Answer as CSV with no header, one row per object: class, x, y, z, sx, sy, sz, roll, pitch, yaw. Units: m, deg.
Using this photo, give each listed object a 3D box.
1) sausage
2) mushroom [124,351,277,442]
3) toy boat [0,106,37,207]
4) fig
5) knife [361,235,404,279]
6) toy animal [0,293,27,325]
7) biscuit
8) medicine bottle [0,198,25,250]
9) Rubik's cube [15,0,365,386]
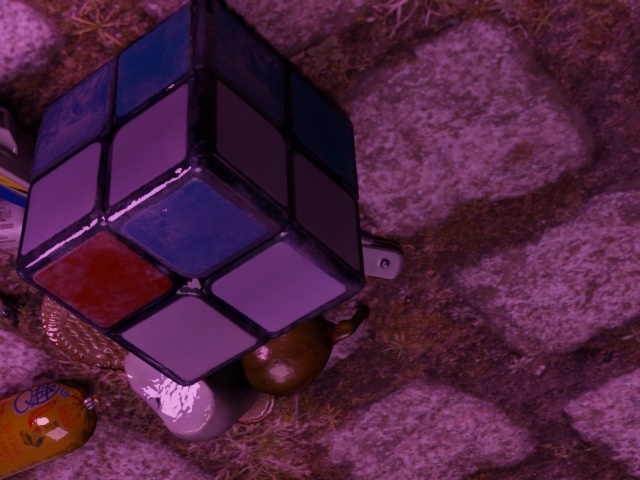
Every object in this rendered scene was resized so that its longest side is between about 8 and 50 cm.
sausage,-0.500,0.315,2.316,0.347,0.123,0.123,-23,133,19
mushroom,-0.169,0.223,2.177,0.122,0.159,0.328,-28,168,15
toy boat,-0.400,-0.109,1.883,0.295,0.129,0.088,32,115,-32
fig,-0.033,0.163,2.180,0.186,0.142,0.148,-6,164,21
knife,-0.001,0.003,2.090,0.265,0.041,0.073,15,122,-19
toy animal,-0.561,0.115,2.145,0.217,0.073,0.176,-31,145,31
biscuit,-0.287,0.095,2.135,0.259,0.079,0.259,-2,136,-2
medicine bottle,-0.436,-0.025,1.999,0.140,0.079,0.079,-7,136,2
Rubik's cube,-0.159,-0.058,1.818,0.313,0.318,0.316,-30,130,26
